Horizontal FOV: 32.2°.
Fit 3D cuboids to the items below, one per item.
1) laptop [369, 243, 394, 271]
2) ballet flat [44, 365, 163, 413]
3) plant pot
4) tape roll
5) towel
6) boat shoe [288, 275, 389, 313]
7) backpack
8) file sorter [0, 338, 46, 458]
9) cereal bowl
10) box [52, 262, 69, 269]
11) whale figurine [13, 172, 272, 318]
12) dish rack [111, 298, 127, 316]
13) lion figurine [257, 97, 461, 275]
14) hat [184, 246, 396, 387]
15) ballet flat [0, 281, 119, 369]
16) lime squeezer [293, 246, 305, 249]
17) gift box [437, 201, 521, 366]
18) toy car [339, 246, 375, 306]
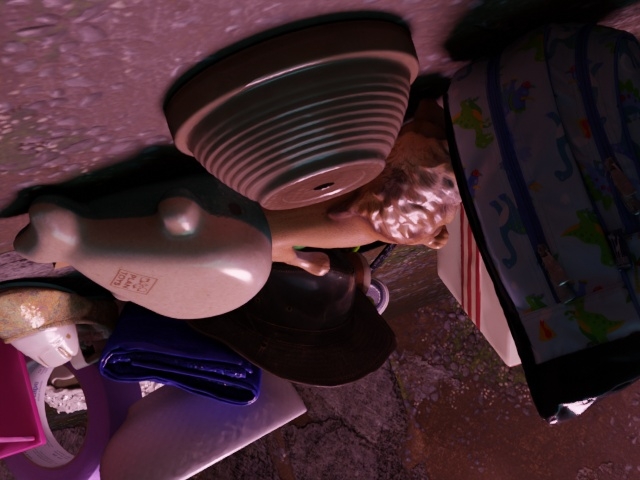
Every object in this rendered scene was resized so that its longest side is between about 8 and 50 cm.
[{"bbox_3d":[0.166,0.061,2.017,0.264,0.136,0.234,-50,175,-3],"label":"laptop"},{"bbox_3d":[-0.380,0.243,2.165,0.408,0.147,0.147,-19,170,13],"label":"ballet flat"},{"bbox_3d":[-0.012,-0.099,1.011,0.237,0.110,0.237,-18,169,-4],"label":"plant pot"},{"bbox_3d":[-0.431,0.285,1.868,0.274,0.275,0.090,-24,169,29],"label":"tape roll"},{"bbox_3d":[-0.194,0.141,1.652,0.227,0.076,0.308,13,-167,-5],"label":"towel"},{"bbox_3d":[-0.009,0.146,2.273,0.340,0.127,0.158,-15,177,-11],"label":"boat shoe"},{"bbox_3d":[0.260,-0.039,1.114,0.273,0.356,0.290,-38,166,29],"label":"backpack"},{"bbox_3d":[-0.572,0.230,1.538,0.290,0.202,0.182,-19,169,4],"label":"file sorter"},{"bbox_3d":[-0.200,0.289,1.734,0.339,0.141,0.339,-28,171,-5],"label":"cereal bowl"},{"bbox_3d":[-0.221,-0.015,1.343,0.201,0.021,0.164,-14,169,-21],"label":"box"},{"bbox_3d":[-0.185,-0.012,1.199,0.272,0.141,0.216,12,148,-21],"label":"whale figurine"},{"bbox_3d":[-0.261,0.138,1.977,0.285,0.072,0.333,-13,168,-23],"label":"dish rack"},{"bbox_3d":[0.009,-0.033,1.319,0.392,0.142,0.240,-20,168,20],"label":"lion figurine"},{"bbox_3d":[-0.033,0.061,1.611,0.331,0.331,0.134,-10,127,-40],"label":"hat"},{"bbox_3d":[-0.373,0.130,1.595,0.123,0.123,0.348,-19,170,8],"label":"ballet flat"},{"bbox_3d":[0.000,0.000,1.551,0.310,0.110,0.059,-17,157,-25],"label":"lime squeezer"},{"bbox_3d":[0.305,-0.019,1.410,0.255,0.276,0.258,-19,127,-17],"label":"gift box"},{"bbox_3d":[-0.024,0.074,1.815,0.188,0.155,0.149,2,149,-26],"label":"toy car"}]
